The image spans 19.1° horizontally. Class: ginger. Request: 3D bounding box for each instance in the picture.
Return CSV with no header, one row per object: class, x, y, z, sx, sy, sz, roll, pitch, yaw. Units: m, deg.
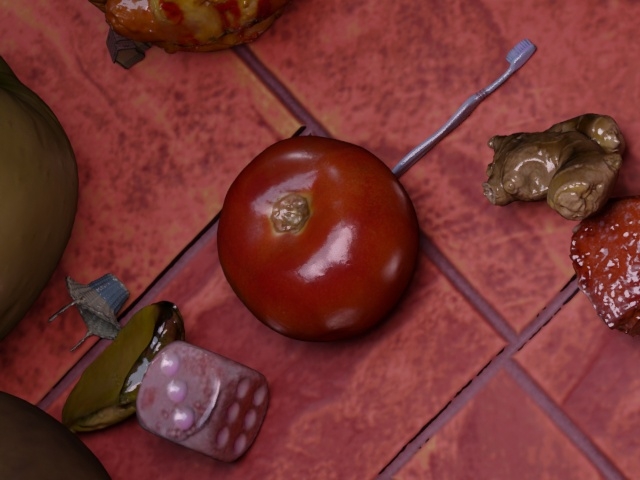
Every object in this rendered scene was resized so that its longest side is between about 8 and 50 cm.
ginger,0.202,-0.058,1.661,0.133,0.214,0.059,-17,110,13

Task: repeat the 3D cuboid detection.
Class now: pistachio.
pistachio,-0.182,0.133,1.846,0.173,0.049,0.089,-47,33,20

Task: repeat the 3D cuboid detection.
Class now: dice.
dice,-0.111,0.151,1.780,0.091,0.094,0.093,19,84,30

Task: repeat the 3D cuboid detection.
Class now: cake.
cake,0.318,-0.019,1.623,0.220,0.086,0.116,-38,63,12

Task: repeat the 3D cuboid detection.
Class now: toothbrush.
toothbrush,0.129,-0.119,1.794,0.193,0.013,0.019,-44,53,7

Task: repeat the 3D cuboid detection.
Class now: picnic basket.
picnic basket,-0.229,0.071,1.889,0.083,0.065,0.083,38,71,27

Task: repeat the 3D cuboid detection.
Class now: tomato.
tomato,0.000,0.000,1.749,0.195,0.136,0.195,-10,66,25

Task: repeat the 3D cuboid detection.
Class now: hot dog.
hot dog,-0.111,-0.267,1.872,0.257,0.150,0.153,-21,79,-3

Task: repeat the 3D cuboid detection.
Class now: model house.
model house,-0.191,-0.227,1.965,0.083,0.058,0.057,-32,61,13

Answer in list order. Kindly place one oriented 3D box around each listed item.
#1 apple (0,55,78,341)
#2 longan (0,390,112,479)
apple,-0.473,-0.045,1.827,0.474,0.473,0.473,-9,70,24
longan,-0.324,0.284,1.727,0.319,0.319,0.318,-9,70,24
